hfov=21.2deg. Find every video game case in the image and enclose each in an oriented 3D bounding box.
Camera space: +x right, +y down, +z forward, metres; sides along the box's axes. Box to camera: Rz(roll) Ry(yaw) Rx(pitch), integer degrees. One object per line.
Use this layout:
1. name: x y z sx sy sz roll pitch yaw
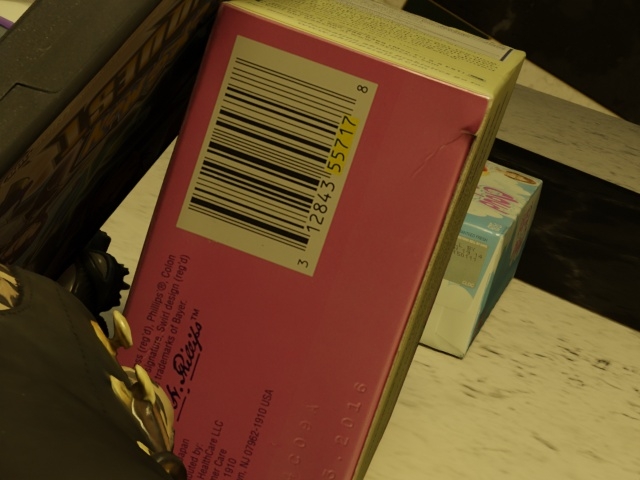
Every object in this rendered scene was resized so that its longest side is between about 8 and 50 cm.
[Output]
1. video game case: -0.074 -0.075 0.708 0.035 0.275 0.248 36 -24 1

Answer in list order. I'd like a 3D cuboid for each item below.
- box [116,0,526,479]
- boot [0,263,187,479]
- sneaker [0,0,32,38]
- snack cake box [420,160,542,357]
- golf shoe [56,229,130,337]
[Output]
1. box: 0.000 0.000 0.801 0.117 0.213 0.243 20 14 6
2. boot: -0.034 0.112 0.493 0.377 0.138 0.284 7 16 -20
3. sneaker: -0.291 -0.044 0.814 0.323 0.130 0.236 3 22 33
4. snack cake box: 0.062 -0.010 1.206 0.152 0.089 0.264 18 13 9
5. golf shoe: -0.181 -0.006 0.904 0.094 0.077 0.198 7 15 -36
